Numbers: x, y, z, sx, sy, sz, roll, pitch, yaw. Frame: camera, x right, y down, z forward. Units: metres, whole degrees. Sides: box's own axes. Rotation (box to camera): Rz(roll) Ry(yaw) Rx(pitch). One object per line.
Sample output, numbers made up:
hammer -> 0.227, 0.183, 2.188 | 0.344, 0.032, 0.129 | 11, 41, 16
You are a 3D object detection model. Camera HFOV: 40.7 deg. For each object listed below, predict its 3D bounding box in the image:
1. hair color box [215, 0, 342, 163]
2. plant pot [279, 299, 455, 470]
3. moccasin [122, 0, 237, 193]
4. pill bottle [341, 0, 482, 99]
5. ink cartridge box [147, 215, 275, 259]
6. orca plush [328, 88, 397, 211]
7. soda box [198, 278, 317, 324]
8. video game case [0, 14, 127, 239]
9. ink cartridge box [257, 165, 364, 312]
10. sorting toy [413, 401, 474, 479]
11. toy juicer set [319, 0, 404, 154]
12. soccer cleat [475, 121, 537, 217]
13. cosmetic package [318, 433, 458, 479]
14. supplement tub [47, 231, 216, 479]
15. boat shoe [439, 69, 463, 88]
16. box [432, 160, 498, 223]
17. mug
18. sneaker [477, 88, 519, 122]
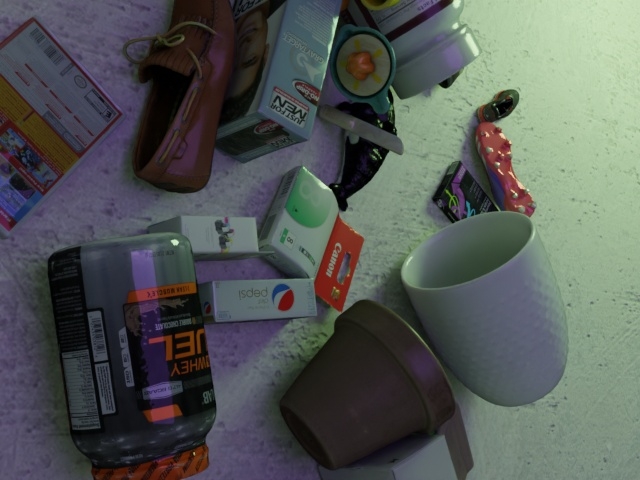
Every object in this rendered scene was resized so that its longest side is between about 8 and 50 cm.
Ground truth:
hair color box -> -0.079, -0.337, 1.498 | 0.114, 0.185, 0.374 | 27, 65, -34
plant pot -> 0.063, 0.269, 1.483 | 0.229, 0.263, 0.263 | -36, 106, -21
moccasin -> -0.233, -0.269, 1.399 | 0.147, 0.139, 0.379 | 20, 78, -46
pill bottle -> 0.140, -0.490, 1.679 | 0.224, 0.224, 0.392 | -41, 105, -38
ink cartridge box -> -0.175, -0.002, 1.404 | 0.181, 0.104, 0.061 | 1, 81, -41
orca plush -> 0.095, -0.200, 1.674 | 0.151, 0.102, 0.287 | 48, 55, -23
soda box -> -0.111, 0.103, 1.458 | 0.216, 0.074, 0.069 | 2, 80, -41
video game case -> -0.439, -0.170, 1.265 | 0.204, 0.025, 0.285 | 50, 54, -22
ink cartridge box -> 0.000, 0.000, 1.580 | 0.225, 0.056, 0.181 | 37, 54, -27
sorting toy -> 0.237, 0.440, 1.677 | 0.196, 0.047, 0.347 | -51, 130, -51
toy juicer set -> 0.047, -0.321, 1.584 | 0.089, 0.209, 0.328 | -23, 116, -56
soccer cleat -> 0.403, -0.148, 1.954 | 0.083, 0.095, 0.248 | -18, 76, -26
cosmetic package -> 0.155, 0.537, 1.522 | 0.155, 0.197, 0.365 | -18, 95, -41
supplement tub -> -0.263, 0.168, 1.229 | 0.207, 0.207, 0.337 | -7, 86, -41
boat shoe -> 0.229, -0.420, 1.848 | 0.223, 0.080, 0.073 | 47, 50, -29
box -> 0.321, -0.078, 1.892 | 0.162, 0.029, 0.116 | 48, 55, -25
mug -> 0.355, 0.128, 1.748 | 0.328, 0.276, 0.374 | 63, 23, -21
sneaker -> 0.431, -0.313, 2.008 | 0.158, 0.065, 0.061 | -38, 106, -38
